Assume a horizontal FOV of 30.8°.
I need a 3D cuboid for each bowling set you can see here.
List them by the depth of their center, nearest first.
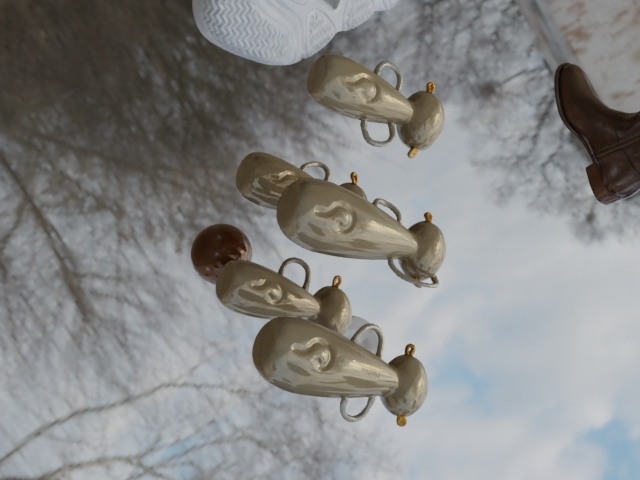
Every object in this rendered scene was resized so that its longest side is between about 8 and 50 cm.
[{"bbox_3d":[0.000,0.000,0.972,0.200,0.154,0.287,-4,-110,57],"label":"bowling set"}]

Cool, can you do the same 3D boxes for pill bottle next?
[{"bbox_3d":[0.014,0.109,1.188,0.067,0.067,0.120,-34,-174,-15],"label":"pill bottle"}]

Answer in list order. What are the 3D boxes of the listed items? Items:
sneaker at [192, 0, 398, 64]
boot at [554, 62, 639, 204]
[{"bbox_3d":[-0.046,-0.214,0.914,0.153,0.101,0.268,19,-149,28],"label":"sneaker"},{"bbox_3d":[0.210,-0.088,0.743,0.037,0.106,0.114,-13,167,-37],"label":"boot"}]
